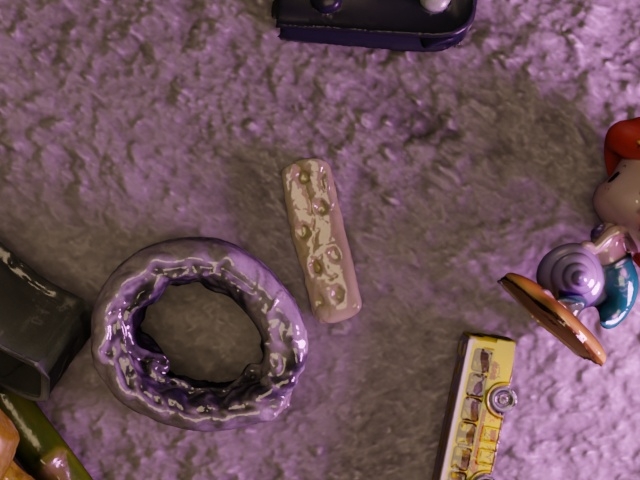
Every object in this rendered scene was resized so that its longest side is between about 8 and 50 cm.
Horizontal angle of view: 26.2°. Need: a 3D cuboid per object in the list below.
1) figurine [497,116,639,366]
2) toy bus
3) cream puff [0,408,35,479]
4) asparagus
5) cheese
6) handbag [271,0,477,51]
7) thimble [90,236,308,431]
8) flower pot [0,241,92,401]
[{"bbox_3d":[0.350,0.008,1.547,0.257,0.181,0.208,-48,52,-1],"label":"figurine"},{"bbox_3d":[0.178,0.220,1.585,0.074,0.081,0.226,12,92,-2],"label":"toy bus"},{"bbox_3d":[-0.456,0.283,1.489,0.378,0.275,0.378,-11,66,27],"label":"cream puff"},{"bbox_3d":[-0.296,0.277,1.590,0.060,0.067,0.278,-38,96,-27],"label":"asparagus"},{"bbox_3d":[0.000,0.000,1.595,0.064,0.043,0.194,-12,92,-2],"label":"cheese"},{"bbox_3d":[0.052,-0.385,1.551,0.269,0.118,0.326,3,90,0],"label":"handbag"},{"bbox_3d":[-0.134,0.107,1.540,0.245,0.157,0.217,25,92,-2],"label":"thimble"},{"bbox_3d":[-0.373,0.074,1.544,0.229,0.103,0.108,33,55,-2],"label":"flower pot"}]
